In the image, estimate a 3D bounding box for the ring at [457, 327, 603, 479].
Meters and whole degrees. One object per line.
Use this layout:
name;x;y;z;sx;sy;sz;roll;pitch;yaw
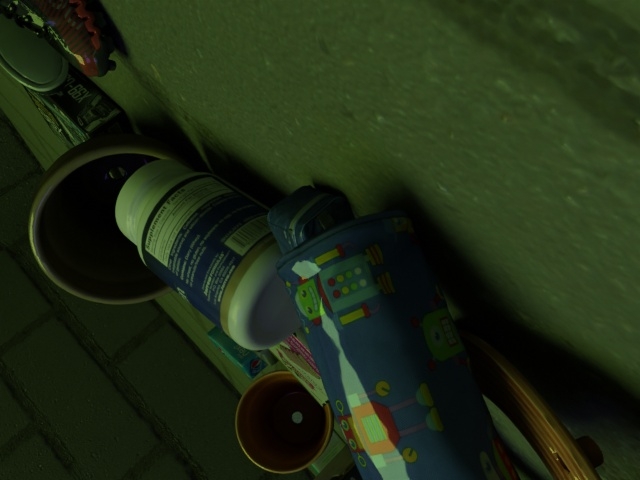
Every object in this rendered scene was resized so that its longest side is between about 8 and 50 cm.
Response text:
ring;0.193;0.230;0.511;0.336;0.032;0.336;158;90;-81

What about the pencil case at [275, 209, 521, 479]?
pencil case;0.077;0.126;0.461;0.119;0.133;0.306;-32;79;44

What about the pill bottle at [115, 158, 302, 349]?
pill bottle;-0.130;0.005;0.705;0.265;0.153;0.153;33;154;31

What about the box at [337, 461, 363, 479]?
box;0.086;0.422;0.845;0.165;0.270;0.143;44;159;15

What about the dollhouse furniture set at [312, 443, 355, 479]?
dollhouse furniture set;0.106;0.611;1.295;0.242;0.161;0.212;27;150;46

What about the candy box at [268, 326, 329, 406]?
candy box;-0.013;0.173;0.897;0.159;0.071;0.233;44;160;12

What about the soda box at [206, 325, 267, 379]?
soda box;-0.230;0.297;1.562;0.210;0.071;0.067;24;147;49

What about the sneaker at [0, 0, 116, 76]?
sneaker;-0.376;-0.313;0.699;0.098;0.135;0.276;9;137;58

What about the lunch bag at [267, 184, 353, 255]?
lunch bag;0.000;0.000;0.570;0.065;0.067;0.098;26;149;47

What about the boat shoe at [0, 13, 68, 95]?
boat shoe;-0.509;-0.349;0.956;0.302;0.114;0.091;56;161;16

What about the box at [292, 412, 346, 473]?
box;-0.034;0.498;1.473;0.244;0.100;0.060;50;161;-2

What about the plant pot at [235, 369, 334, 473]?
plant pot;-0.064;0.394;1.250;0.205;0.205;0.188;43;175;16

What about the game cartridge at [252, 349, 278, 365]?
game cartridge;-0.220;0.116;1.247;0.230;0.068;0.355;33;154;47

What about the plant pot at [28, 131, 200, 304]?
plant pot;-0.316;-0.065;0.902;0.229;0.263;0.263;51;169;54

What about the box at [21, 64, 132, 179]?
box;-0.468;-0.231;1.111;0.307;0.076;0.242;41;158;21
